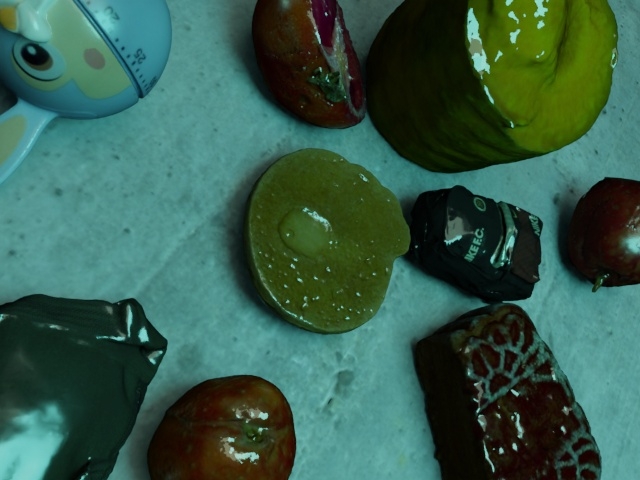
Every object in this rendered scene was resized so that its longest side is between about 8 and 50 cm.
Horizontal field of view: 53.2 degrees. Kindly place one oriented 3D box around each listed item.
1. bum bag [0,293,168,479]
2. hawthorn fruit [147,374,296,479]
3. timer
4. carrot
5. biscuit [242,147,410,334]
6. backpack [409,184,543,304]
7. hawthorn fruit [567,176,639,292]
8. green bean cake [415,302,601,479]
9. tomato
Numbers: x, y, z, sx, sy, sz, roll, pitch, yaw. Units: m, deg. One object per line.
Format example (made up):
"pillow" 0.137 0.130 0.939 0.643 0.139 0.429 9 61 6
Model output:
"bum bag" -0.221 0.171 0.447 0.142 0.080 0.326 35 53 -24
"hawthorn fruit" -0.074 0.164 0.513 0.128 0.128 0.128 12 66 -27
"timer" -0.237 -0.154 0.513 0.175 0.175 0.255 50 55 -5
"carrot" 0.199 -0.207 0.719 0.241 0.341 0.241 2 85 -22
"biscuit" 0.000 0.000 0.662 0.181 0.049 0.208 36 55 -14
"backpack" 0.182 0.002 0.735 0.165 0.106 0.120 19 67 -34
"hawthorn fruit" 0.403 0.003 0.854 0.148 0.148 0.172 42 62 -11
"green bean cake" 0.187 0.194 0.669 0.198 0.097 0.232 -20 83 -35
"tomato" -0.020 -0.215 0.712 0.189 0.099 0.173 59 23 -49
